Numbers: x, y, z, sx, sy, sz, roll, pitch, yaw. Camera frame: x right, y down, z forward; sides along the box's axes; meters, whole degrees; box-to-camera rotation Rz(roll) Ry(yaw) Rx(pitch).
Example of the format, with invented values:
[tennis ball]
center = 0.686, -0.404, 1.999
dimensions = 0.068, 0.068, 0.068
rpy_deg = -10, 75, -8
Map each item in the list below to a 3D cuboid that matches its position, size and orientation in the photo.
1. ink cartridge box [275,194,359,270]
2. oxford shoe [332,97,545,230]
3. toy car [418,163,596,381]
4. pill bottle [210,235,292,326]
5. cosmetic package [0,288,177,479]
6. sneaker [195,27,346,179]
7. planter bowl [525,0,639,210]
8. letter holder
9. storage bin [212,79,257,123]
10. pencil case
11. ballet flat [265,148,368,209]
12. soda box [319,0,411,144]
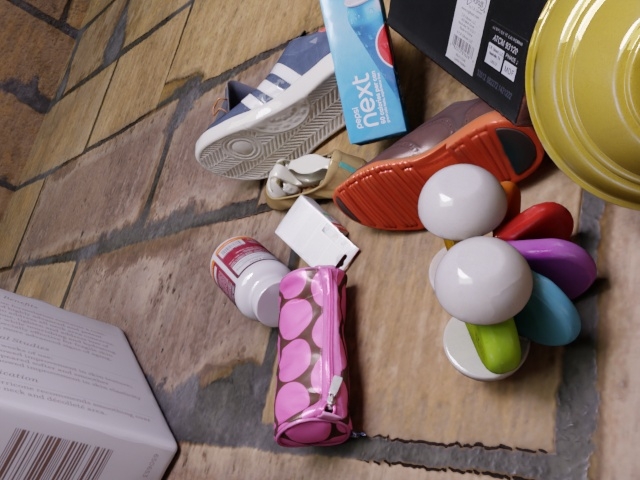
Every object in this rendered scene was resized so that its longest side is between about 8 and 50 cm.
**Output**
[ink cartridge box]
center = 0.000, 0.000, 0.912
dimensions = 0.115, 0.029, 0.063
rpy_deg = 43, 105, 27
[oxford shoe]
center = 0.128, -0.086, 0.775
dimensions = 0.271, 0.097, 0.098
rpy_deg = -19, 34, 41
[toy car]
center = 0.164, 0.025, 0.612
dimensions = 0.136, 0.159, 0.182
rpy_deg = -11, 51, 7
[pill bottle]
center = -0.086, 0.056, 0.949
dimensions = 0.086, 0.086, 0.152
rpy_deg = -60, 34, 5
[cosmetic package]
center = -0.480, 0.307, 1.091
dimensions = 0.327, 0.329, 0.394
rpy_deg = -60, 33, 6
[sneaker]
center = -0.045, -0.214, 1.045
dimensions = 0.350, 0.131, 0.148
rpy_deg = -24, 51, 31
[planter bowl]
center = 0.255, -0.115, 0.483
dimensions = 0.217, 0.217, 0.090
rpy_deg = -50, 0, 20
[letter holder]
center = 0.227, -0.242, 0.699
dimensions = 0.302, 0.214, 0.152
rpy_deg = -118, 30, -53
[storage bin]
center = -0.142, -0.189, 1.190
dimensions = 0.091, 0.098, 0.135
rpy_deg = -51, 34, 36
[pencil case]
center = -0.004, 0.123, 0.795
dimensions = 0.098, 0.095, 0.209
rpy_deg = 108, 163, -52
[ballet flat]
center = -0.025, -0.091, 0.978
dimensions = 0.232, 0.073, 0.080
rpy_deg = -6, 63, 52
[soda box]
center = 0.053, -0.225, 0.857
dimensions = 0.071, 0.067, 0.210
rpy_deg = -12, 93, 13
